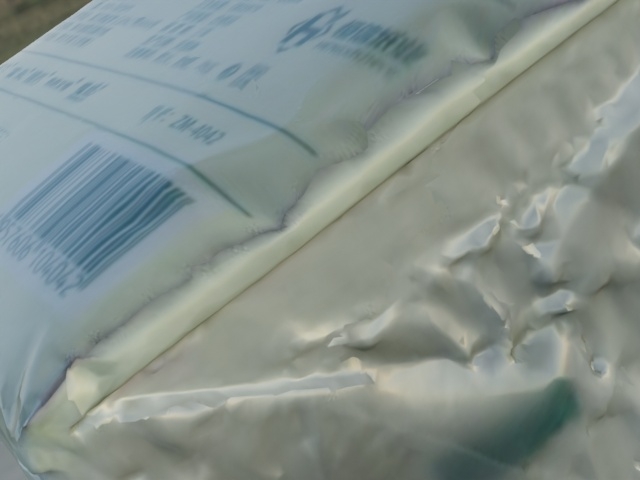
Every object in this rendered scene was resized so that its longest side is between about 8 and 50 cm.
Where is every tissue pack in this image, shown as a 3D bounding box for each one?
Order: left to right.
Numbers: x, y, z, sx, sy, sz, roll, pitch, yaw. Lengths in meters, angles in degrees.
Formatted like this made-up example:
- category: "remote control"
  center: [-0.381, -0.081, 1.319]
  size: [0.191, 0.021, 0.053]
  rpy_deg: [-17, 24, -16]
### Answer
- category: "tissue pack"
  center: [0.000, 0.000, 0.589]
  size: [0.297, 0.207, 0.380]
  rpy_deg: [-37, 23, -12]
